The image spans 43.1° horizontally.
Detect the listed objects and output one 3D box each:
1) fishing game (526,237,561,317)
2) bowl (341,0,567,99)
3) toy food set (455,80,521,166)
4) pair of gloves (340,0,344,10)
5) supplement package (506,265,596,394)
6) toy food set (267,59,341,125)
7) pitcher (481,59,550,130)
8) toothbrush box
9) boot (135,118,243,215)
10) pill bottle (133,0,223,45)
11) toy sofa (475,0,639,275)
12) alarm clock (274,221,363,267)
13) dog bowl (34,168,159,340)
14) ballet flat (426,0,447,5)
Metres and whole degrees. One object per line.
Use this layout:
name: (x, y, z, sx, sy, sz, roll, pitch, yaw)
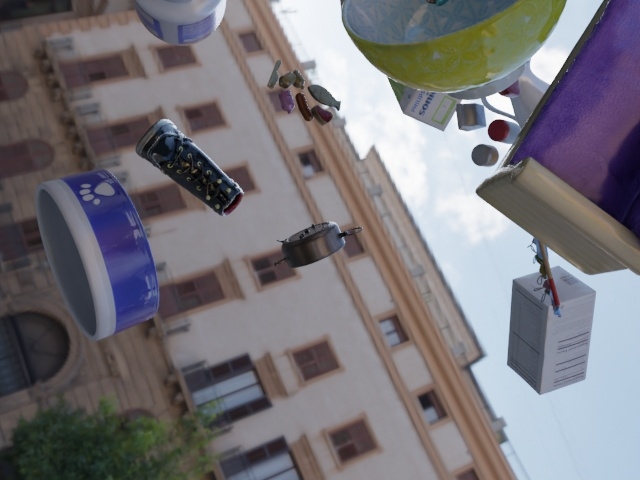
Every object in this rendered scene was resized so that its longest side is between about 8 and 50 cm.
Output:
fishing game: (0.376, 0.043, 1.388, 0.264, 0.041, 0.189, 10, 67, -75)
bowl: (0.187, -0.275, 1.026, 0.289, 0.289, 0.156, 39, -15, 50)
toy food set: (0.271, -0.247, 1.390, 0.111, 0.104, 0.233, -9, -96, 38)
pair of gloves: (0.104, -0.421, 1.599, 0.240, 0.042, 0.204, 51, -7, 29)
supplement package: (0.525, 0.206, 1.858, 0.139, 0.133, 0.244, -133, -146, -55)
toy food set: (-0.027, -0.209, 1.196, 0.019, 0.122, 0.078, -29, -144, 47)
pitcher: (0.497, -0.316, 1.940, 0.207, 0.125, 0.177, 49, -37, -8)
toothbrush box: (0.273, -0.424, 1.966, 0.206, 0.122, 0.283, -61, -163, 25)
boot: (-0.237, -0.132, 1.511, 0.178, 0.085, 0.236, 40, 0, 6)
pill bottle: (-0.216, -0.396, 1.237, 0.272, 0.152, 0.152, -164, -121, -81)
toy sofa: (0.314, -0.153, 0.738, 0.150, 0.363, 0.177, 35, -12, -6)
alarm clock: (0.000, 0.000, 1.691, 0.192, 0.129, 0.064, -16, -78, 21)
dog bowl: (-0.363, 0.022, 1.308, 0.265, 0.104, 0.265, 39, -40, 44)
ballet flat: (0.166, -0.326, 0.796, 0.206, 0.073, 0.067, -43, -92, 24)
